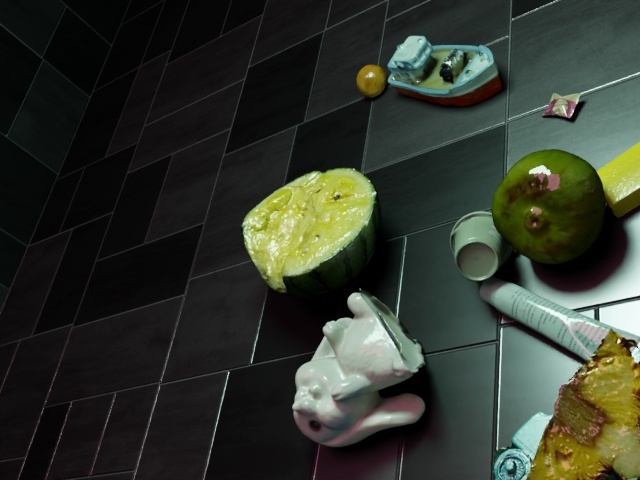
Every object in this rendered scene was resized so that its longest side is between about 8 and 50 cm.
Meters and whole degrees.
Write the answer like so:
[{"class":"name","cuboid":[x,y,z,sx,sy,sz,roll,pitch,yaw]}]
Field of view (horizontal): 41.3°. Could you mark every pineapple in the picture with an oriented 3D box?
[{"class":"pineapple","cuboid":[0.409,0.264,1.173,0.164,0.140,0.249,21,83,27]}]

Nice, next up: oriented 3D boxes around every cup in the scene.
[{"class":"cup","cuboid":[0.294,0.016,1.582,0.120,0.120,0.141,-29,7,24]}]

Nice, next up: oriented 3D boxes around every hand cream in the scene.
[{"class":"hand cream","cuboid":[0.402,0.139,1.451,0.085,0.058,0.331,-50,37,-9]}]

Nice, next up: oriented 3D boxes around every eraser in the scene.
[{"class":"eraser","cuboid":[0.559,-0.112,1.524,0.122,0.045,0.097,-34,40,19]}]

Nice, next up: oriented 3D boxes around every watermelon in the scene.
[{"class":"watermelon","cuboid":[0.000,0.000,1.869,0.331,0.189,0.330,-15,43,14]}]

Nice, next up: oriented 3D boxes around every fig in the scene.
[{"class":"fig","cuboid":[0.421,-0.070,1.530,0.203,0.203,0.225,-19,7,33]}]

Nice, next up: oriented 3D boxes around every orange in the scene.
[{"class":"orange","cuboid":[0.131,-0.410,2.181,0.085,0.085,0.085,-26,43,27]}]

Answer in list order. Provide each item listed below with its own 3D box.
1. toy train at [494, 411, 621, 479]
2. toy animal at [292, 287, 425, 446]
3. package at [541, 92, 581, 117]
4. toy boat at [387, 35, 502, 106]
[{"class":"toy train","cuboid":[0.357,0.355,1.277,0.154,0.107,0.198,-42,37,-5]},{"class":"toy animal","cuboid":[0.068,0.248,1.601,0.289,0.174,0.249,-25,55,26]},{"class":"package","cuboid":[0.495,-0.279,1.746,0.083,0.029,0.059,15,77,61]},{"class":"toy boat","cuboid":[0.286,-0.406,1.976,0.332,0.133,0.145,20,73,50]}]
